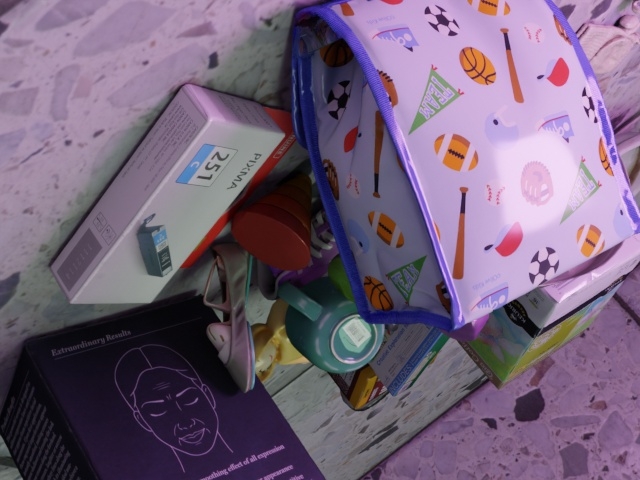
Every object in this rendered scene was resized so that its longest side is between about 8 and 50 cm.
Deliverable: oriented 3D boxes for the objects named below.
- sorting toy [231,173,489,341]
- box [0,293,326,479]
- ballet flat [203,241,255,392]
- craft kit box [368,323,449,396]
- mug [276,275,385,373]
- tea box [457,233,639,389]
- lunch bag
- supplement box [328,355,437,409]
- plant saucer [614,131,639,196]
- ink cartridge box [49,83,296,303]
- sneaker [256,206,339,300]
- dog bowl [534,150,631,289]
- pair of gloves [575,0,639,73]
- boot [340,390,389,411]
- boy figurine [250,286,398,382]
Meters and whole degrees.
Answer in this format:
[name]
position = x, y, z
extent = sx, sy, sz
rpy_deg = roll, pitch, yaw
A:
[sorting toy]
position = 0.067, 0.007, 1.300
extent = 0.127, 0.365, 0.126
rpy_deg = 105, 10, -59
[box]
position = -0.214, 0.310, 1.311
extent = 0.293, 0.395, 0.212
rpy_deg = -13, 147, -41
[ballet flat]
position = -0.129, 0.106, 1.328
extent = 0.068, 0.213, 0.072
rpy_deg = 3, 163, -17
[craft kit box]
position = 0.113, 0.089, 1.575
extent = 0.061, 0.246, 0.250
rpy_deg = -21, 152, -42
[mug]
position = 0.015, 0.125, 1.368
extent = 0.158, 0.097, 0.129
rpy_deg = -1, 106, -27
[tea box]
position = 0.322, 0.020, 1.647
extent = 0.220, 0.329, 0.323
rpy_deg = -29, 155, -23
[lunch bag]
position = 0.158, -0.130, 1.146
extent = 0.328, 0.385, 0.239
rpy_deg = -25, -169, -31
[supplement box]
position = 0.093, 0.165, 1.752
extent = 0.191, 0.194, 0.129
rpy_deg = -27, 155, -25
[plant saucer]
position = 0.556, -0.107, 2.046
extent = 0.400, 0.100, 0.400
rpy_deg = -32, 156, -16
[ink cartridge box]
position = -0.149, -0.044, 1.177
extent = 0.296, 0.066, 0.261
rpy_deg = -49, 154, 23
[sneaker]
position = 0.000, 0.001, 1.438
extent = 0.161, 0.102, 0.282
rpy_deg = -11, 145, -42
[dog bowl]
position = 0.282, -0.083, 1.412
extent = 0.349, 0.349, 0.102
rpy_deg = -24, 165, -30
[pair of gloves]
position = 0.521, -0.371, 1.582
extent = 0.240, 0.042, 0.204
rpy_deg = -49, 155, 26
[boot]
position = 0.118, 0.213, 2.012
extent = 0.338, 0.118, 0.223
rpy_deg = -54, 152, 9
[boy figurine]
position = -0.018, 0.131, 1.464
extent = 0.285, 0.092, 0.177
rpy_deg = -20, 140, -24
